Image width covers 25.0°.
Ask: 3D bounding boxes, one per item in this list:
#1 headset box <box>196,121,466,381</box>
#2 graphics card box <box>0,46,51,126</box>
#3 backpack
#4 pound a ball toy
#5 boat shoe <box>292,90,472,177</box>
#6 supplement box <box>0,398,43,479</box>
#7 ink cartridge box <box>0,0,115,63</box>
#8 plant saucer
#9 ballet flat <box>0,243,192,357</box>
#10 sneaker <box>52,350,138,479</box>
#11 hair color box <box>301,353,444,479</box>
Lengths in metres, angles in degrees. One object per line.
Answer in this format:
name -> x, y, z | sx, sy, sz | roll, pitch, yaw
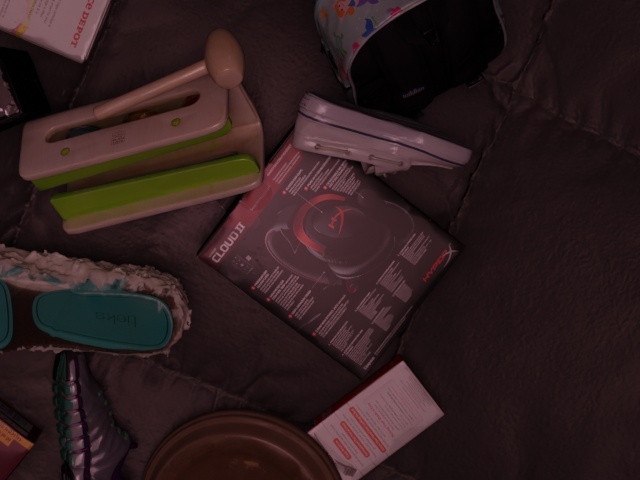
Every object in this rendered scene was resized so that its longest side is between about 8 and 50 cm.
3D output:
headset box -> 0.000, 0.000, 1.825 | 0.293, 0.110, 0.218 | 37, 93, -5
graphics card box -> -0.524, -0.127, 1.736 | 0.371, 0.233, 0.094 | -20, 96, 1
backpack -> 0.100, -0.275, 1.732 | 0.225, 0.253, 0.191 | -29, 76, 2
pound a ball toy -> -0.207, -0.148, 1.731 | 0.319, 0.135, 0.208 | -14, 140, 15
boat shoe -> 0.071, -0.116, 1.751 | 0.226, 0.083, 0.075 | 17, 104, -15
supplement box -> -0.459, 0.294, 1.855 | 0.104, 0.081, 0.188 | 38, 94, -5
ink cartridge box -> -0.349, -0.310, 1.802 | 0.175, 0.072, 0.127 | 23, 94, -4
plant saucer -> -0.103, 0.355, 1.867 | 0.278, 0.041, 0.277 | 2, 103, 7
ballet flat -> -0.362, 0.068, 1.814 | 0.409, 0.147, 0.147 | 9, 95, -1
sneaker -> -0.290, 0.235, 1.870 | 0.098, 0.083, 0.223 | -6, 99, -24
hair color box -> 0.067, 0.237, 1.880 | 0.167, 0.053, 0.093 | -37, 96, 1
